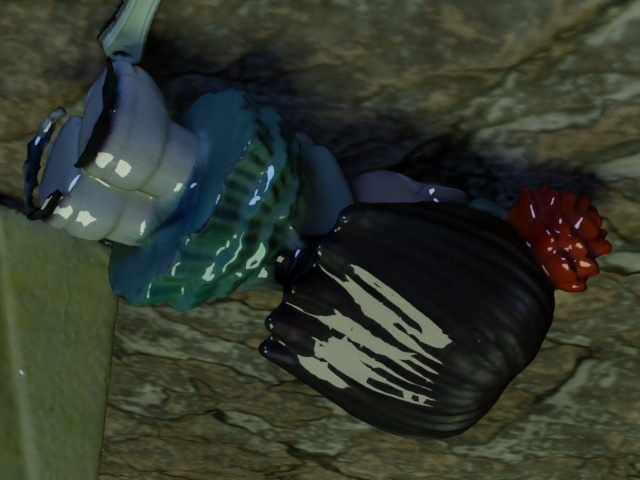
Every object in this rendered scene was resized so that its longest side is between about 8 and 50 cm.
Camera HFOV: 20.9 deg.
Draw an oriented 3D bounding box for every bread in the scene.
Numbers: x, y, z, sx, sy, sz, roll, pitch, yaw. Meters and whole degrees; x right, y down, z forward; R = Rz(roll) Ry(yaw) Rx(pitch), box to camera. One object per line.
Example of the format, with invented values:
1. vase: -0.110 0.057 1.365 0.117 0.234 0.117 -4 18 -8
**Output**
1. bread: -0.208 0.111 0.846 0.163 0.264 0.167 23 143 -30

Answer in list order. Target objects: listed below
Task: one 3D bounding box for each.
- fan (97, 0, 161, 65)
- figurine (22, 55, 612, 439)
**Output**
1. fan: -0.049 -0.124 0.632 0.152 0.008 0.226 15 150 -15
2. figurine: 0.000 0.000 0.752 0.245 0.110 0.138 24 128 -26
